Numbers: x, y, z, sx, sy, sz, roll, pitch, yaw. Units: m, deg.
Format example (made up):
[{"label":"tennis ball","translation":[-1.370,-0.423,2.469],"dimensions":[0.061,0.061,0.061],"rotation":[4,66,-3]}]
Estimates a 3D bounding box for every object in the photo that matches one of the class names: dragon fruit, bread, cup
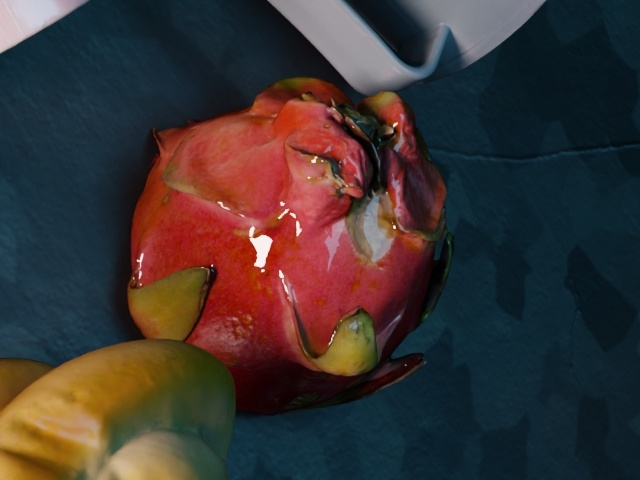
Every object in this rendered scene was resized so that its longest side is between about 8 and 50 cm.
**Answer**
[{"label":"dragon fruit","translation":[0.000,0.000,1.575],"dimensions":[0.305,0.226,0.305],"rotation":[14,69,-42]},{"label":"bread","translation":[-0.185,0.273,1.305],"dimensions":[0.424,0.245,0.329],"rotation":[-77,152,-47]},{"label":"cup","translation":[0.038,-0.317,1.679],"dimensions":[0.311,0.257,0.331],"rotation":[43,76,-26]}]

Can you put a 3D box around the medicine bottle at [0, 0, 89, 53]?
[{"label":"medicine bottle","translation":[-0.326,-0.315,1.347],"dimensions":[0.213,0.213,0.378],"rotation":[-40,109,-41]}]
